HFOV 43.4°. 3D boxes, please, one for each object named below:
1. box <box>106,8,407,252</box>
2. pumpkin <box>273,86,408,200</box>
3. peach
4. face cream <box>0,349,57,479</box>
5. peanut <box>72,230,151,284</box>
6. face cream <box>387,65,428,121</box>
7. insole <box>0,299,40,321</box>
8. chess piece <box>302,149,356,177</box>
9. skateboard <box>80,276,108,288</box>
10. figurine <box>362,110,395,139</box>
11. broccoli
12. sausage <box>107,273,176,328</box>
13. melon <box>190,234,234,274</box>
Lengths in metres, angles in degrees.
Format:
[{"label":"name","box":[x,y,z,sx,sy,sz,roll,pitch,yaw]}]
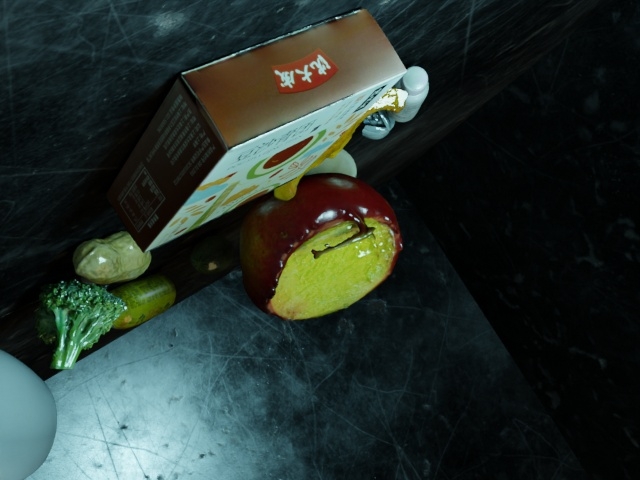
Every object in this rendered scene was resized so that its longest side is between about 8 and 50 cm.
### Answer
[{"label":"box","box":[-0.110,-0.160,1.238,0.345,0.122,0.385,-30,176,-35]},{"label":"pumpkin","box":[0.029,-0.229,1.803,0.290,0.095,0.258,-35,174,-27]},{"label":"peach","box":[-0.018,-0.004,1.978,0.406,0.310,0.335,-31,140,2]},{"label":"face cream","box":[-0.675,0.327,1.513,0.220,0.312,0.357,-32,157,11]},{"label":"peanut","box":[-0.408,0.032,1.581,0.108,0.095,0.226,-49,169,14]},{"label":"face cream","box":[0.205,-0.343,1.878,0.082,0.082,0.269,-32,177,-4]},{"label":"insole","box":[-0.660,0.153,1.768,0.153,0.002,0.053,-30,176,-36]},{"label":"chess piece","box":[0.023,-0.189,2.214,0.143,0.142,0.261,-33,-176,3]},{"label":"skateboard","box":[-0.482,0.072,1.794,0.080,0.067,0.151,-24,-176,22]},{"label":"figurine","box":[0.145,-0.305,2.076,0.086,0.082,0.094,-16,160,32]},{"label":"broccoli","box":[-0.525,0.180,1.678,0.220,0.194,0.194,-7,-167,36]},{"label":"sausage","box":[-0.525,0.175,2.324,0.123,0.123,0.347,-34,177,21]},{"label":"melon","box":[-0.318,0.042,2.382,0.114,0.114,0.167,-34,176,24]}]
